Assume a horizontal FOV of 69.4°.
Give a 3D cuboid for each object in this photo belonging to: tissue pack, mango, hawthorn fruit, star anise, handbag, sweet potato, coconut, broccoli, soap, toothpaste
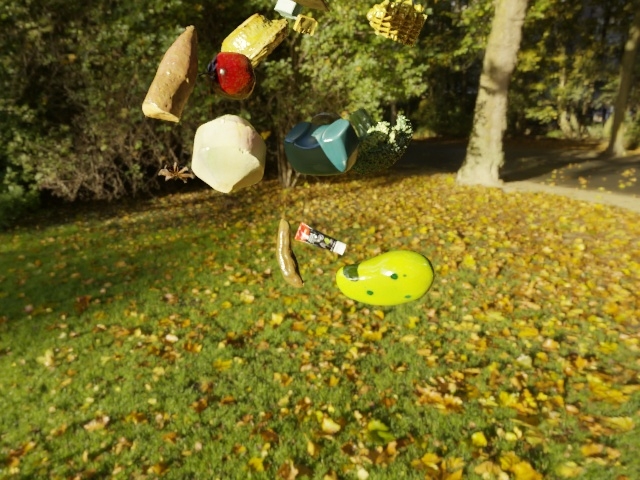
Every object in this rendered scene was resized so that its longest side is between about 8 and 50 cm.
[{"bbox_3d":[0.011,-0.367,1.893,0.288,0.206,0.198,3,43,31],"label":"tissue pack"},{"bbox_3d":[0.194,0.115,1.379,0.294,0.175,0.142,-8,35,14],"label":"mango"},{"bbox_3d":[-0.317,-0.556,1.560,0.194,0.156,0.157,-12,18,-35],"label":"hawthorn fruit"},{"bbox_3d":[-0.599,-0.287,1.929,0.141,0.042,0.141,-3,-21,-1],"label":"star anise"},{"bbox_3d":[-0.059,-0.832,1.787,0.083,0.061,0.027,-5,49,-38],"label":"handbag"},{"bbox_3d":[-0.086,0.035,1.177,0.053,0.181,0.054,-13,2,-7],"label":"sweet potato"},{"bbox_3d":[-0.448,-0.526,1.459,0.131,0.336,0.131,15,-18,5],"label":"sweet potato"},{"bbox_3d":[-0.310,-0.279,1.552,0.260,0.258,0.259,-1,15,0],"label":"coconut"},{"bbox_3d":[0.274,-0.472,2.126,0.376,0.301,0.249,-31,23,-13],"label":"broccoli"},{"bbox_3d":[-0.103,-1.040,1.936,0.115,0.198,0.063,33,12,35],"label":"soap"},{"bbox_3d":[0.000,0.000,1.751,0.194,0.071,0.045,23,14,1],"label":"toothpaste"}]

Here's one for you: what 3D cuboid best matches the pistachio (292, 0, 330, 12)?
[{"bbox_3d":[-0.062,-0.766,1.292,0.300,0.187,0.188,22,2,-29],"label":"pistachio"}]

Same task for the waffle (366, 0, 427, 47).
[{"bbox_3d":[0.288,-0.856,1.784,0.219,0.057,0.229,19,-6,0],"label":"waffle"}]

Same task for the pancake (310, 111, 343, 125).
[{"bbox_3d":[0.051,-0.459,2.032,0.223,0.236,0.042,-2,41,39],"label":"pancake"}]

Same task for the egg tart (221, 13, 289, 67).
[{"bbox_3d":[-0.347,-0.948,2.241,0.443,0.178,0.443,-33,27,19],"label":"egg tart"}]
